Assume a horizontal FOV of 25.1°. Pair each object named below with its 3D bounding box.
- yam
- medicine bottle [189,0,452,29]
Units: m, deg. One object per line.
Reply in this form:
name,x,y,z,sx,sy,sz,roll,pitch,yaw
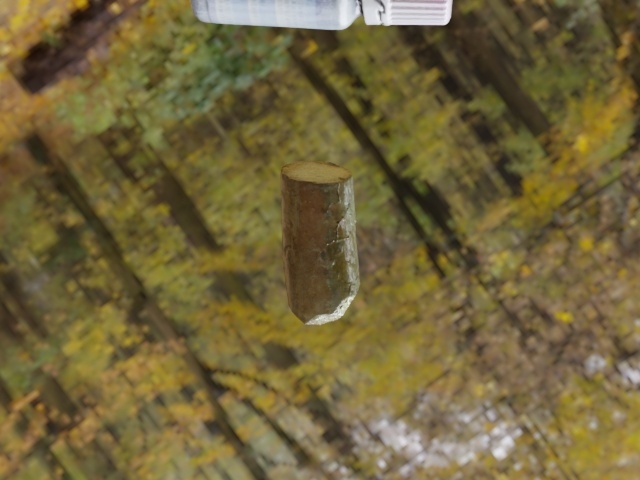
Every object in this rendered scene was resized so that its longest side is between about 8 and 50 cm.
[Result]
yam,0.000,0.000,1.257,0.070,0.146,0.070,-4,178,0
medicine bottle,0.002,-0.205,1.121,0.203,0.083,0.083,5,-169,4
